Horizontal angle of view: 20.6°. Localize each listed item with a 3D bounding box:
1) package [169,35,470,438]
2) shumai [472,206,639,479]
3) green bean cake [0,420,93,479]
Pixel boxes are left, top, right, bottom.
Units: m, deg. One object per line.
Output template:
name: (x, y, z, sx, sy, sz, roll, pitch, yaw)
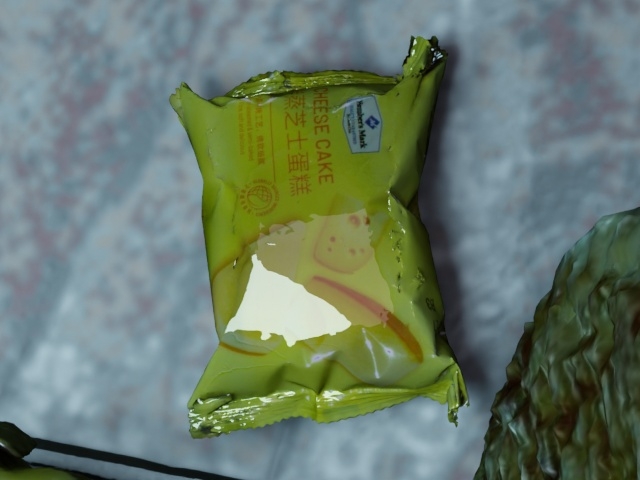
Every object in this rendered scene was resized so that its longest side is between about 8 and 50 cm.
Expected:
package: (0.000, 0.000, 0.986, 0.168, 0.090, 0.226, -8, 78, 7)
shumai: (0.264, 0.168, 0.824, 0.348, 0.395, 0.395, 0, 81, -13)
green bean cake: (-0.130, 0.273, 0.925, 0.285, 0.202, 0.310, 22, 86, 2)
